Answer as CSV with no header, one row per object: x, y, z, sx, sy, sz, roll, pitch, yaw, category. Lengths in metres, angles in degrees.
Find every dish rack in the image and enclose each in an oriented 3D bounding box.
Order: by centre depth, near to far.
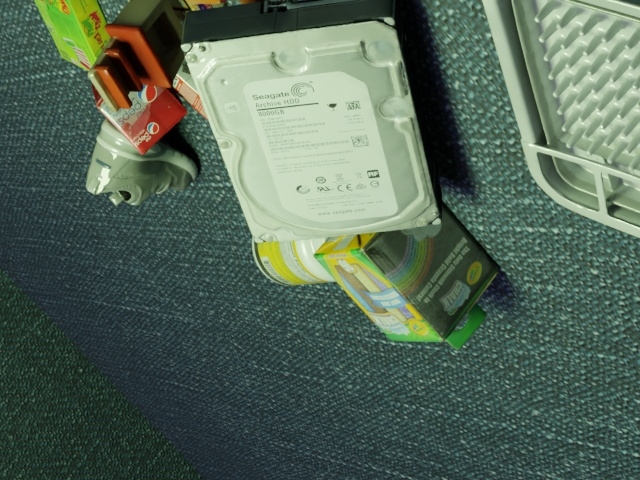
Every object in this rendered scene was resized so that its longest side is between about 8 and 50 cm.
0.304,-0.123,1.418,0.285,0.072,0.333,25,154,36,dish rack

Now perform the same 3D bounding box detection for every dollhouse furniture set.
-0.126,-0.211,1.790,0.259,0.135,0.262,7,146,30,dollhouse furniture set

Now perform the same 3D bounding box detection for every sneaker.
-0.277,-0.105,2.272,0.105,0.115,0.281,33,-176,19,sneaker

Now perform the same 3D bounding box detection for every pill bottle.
0.000,0.000,2.098,0.119,0.119,0.208,47,158,-17,pill bottle

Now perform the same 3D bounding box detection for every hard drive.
-0.001,-0.131,1.735,0.236,0.064,0.339,-5,139,10,hard drive

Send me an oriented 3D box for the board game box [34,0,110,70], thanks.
-0.349,-0.315,2.160,0.092,0.043,0.181,27,156,28,board game box

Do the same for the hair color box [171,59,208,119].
-0.110,-0.190,1.942,0.167,0.093,0.053,42,159,-2,hair color box

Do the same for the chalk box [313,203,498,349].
0.124,0.045,1.965,0.213,0.132,0.132,49,157,-18,chalk box

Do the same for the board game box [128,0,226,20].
-0.219,-0.353,1.866,0.146,0.045,0.193,15,147,47,board game box

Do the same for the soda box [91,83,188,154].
-0.245,-0.191,2.049,0.092,0.083,0.263,47,-178,-15,soda box
